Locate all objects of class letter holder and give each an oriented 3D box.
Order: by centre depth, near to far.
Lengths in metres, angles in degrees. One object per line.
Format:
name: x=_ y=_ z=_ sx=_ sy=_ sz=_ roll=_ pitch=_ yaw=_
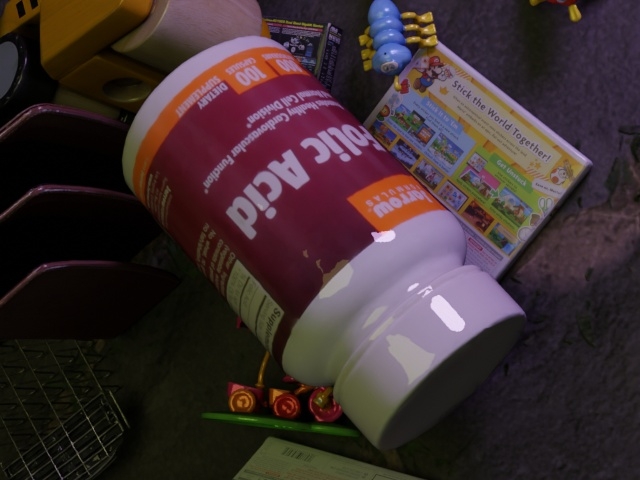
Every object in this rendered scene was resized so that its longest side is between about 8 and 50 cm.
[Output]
letter holder: x=-0.259 y=-0.013 z=1.237 sx=0.214 sy=0.302 sz=0.152 roll=-38 pitch=75 yaw=12

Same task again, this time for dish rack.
dish rack: x=-0.342 y=0.180 z=1.400 sx=0.208 sy=0.074 sz=0.271 roll=-38 pitch=72 yaw=21

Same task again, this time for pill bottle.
pill bottle: x=0.000 y=0.000 z=1.122 sx=0.392 sy=0.224 sz=0.224 roll=47 pitch=107 yaw=22

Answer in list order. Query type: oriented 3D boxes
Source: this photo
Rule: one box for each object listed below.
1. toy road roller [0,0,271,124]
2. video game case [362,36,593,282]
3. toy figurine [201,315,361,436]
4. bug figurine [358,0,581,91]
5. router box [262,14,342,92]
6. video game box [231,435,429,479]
toy road roller: x=-0.229 y=-0.261 z=1.287 sx=0.330 sy=0.202 sz=0.240 roll=-21 pitch=64 yaw=37
video game case: x=0.135 y=-0.068 z=1.198 sx=0.227 sy=0.026 sz=0.206 roll=43 pitch=106 yaw=24
toy figurine: x=-0.033 y=0.124 z=1.234 sx=0.173 sy=0.130 sz=0.159 roll=6 pitch=79 yaw=6
bug figurine: x=0.144 y=-0.286 z=1.168 sx=0.279 sy=0.072 sz=0.216 roll=-20 pitch=69 yaw=22
router box: x=-0.042 y=-0.205 z=1.291 sx=0.122 sy=0.038 sz=0.092 roll=13 pitch=93 yaw=27
video game box: x=-0.011 y=0.292 z=1.161 sx=0.205 sy=0.187 sz=0.048 roll=11 pitch=120 yaw=28
